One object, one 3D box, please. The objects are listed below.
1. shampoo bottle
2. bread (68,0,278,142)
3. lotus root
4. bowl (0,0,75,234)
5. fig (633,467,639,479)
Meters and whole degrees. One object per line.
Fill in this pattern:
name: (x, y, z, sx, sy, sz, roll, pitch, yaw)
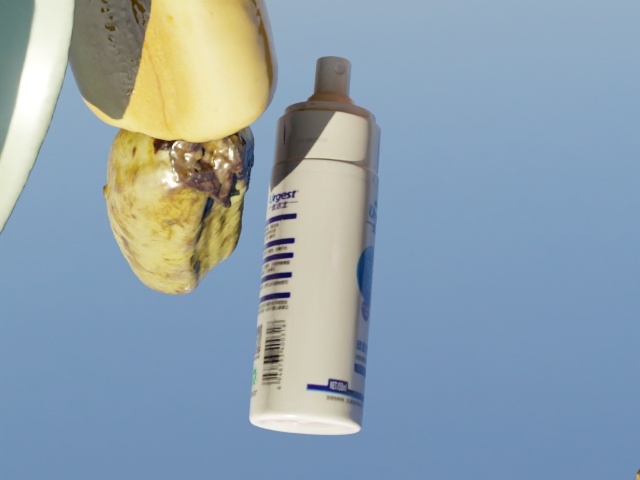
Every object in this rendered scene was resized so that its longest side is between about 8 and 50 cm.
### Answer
shampoo bottle: (0.000, 0.000, 1.417, 0.092, 0.303, 0.092, 5, 165, 1)
bread: (-0.092, -0.148, 1.030, 0.134, 0.173, 0.085, 4, -147, 29)
lotus root: (-0.101, -0.031, 1.241, 0.110, 0.097, 0.258, -45, 169, -21)
bowl: (-0.258, -0.068, 0.814, 0.163, 0.307, 0.307, 30, -147, 17)
fig: (0.370, 0.199, 1.284, 0.186, 0.203, 0.249, 18, -143, 39)
